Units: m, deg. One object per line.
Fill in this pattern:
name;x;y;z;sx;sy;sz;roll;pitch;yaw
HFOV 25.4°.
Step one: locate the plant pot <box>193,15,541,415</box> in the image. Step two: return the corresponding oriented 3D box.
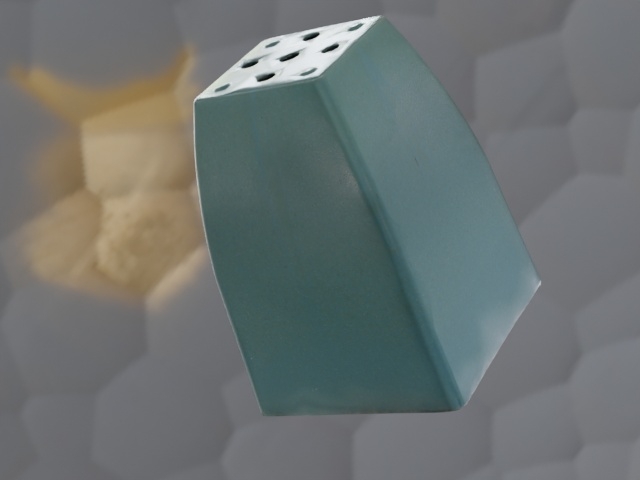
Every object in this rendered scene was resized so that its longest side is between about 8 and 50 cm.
plant pot;0.019;-0.023;0.984;0.165;0.166;0.234;-49;123;-48
